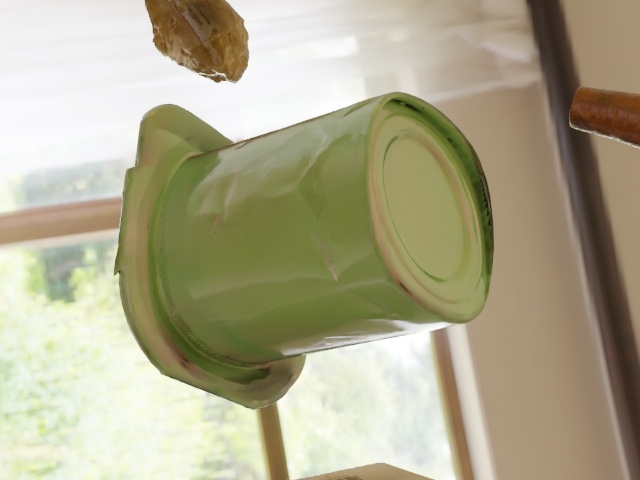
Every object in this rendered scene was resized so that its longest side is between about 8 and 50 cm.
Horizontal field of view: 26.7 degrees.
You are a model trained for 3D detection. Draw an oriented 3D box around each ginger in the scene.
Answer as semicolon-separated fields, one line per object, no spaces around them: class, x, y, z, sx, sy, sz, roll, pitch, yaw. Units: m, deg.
ginger;-0.093;-0.227;1.038;0.214;0.133;0.059;62;-6;10

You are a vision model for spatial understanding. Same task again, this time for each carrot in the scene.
carrot;0.164;-0.051;0.629;0.032;0.093;0.032;18;90;-73

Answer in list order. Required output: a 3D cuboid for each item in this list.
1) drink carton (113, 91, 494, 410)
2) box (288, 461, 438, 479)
drink carton;0.000;0.000;0.676;0.146;0.142;0.144;31;56;-46
box;0.021;0.357;1.457;0.111;0.260;0.194;13;-84;33
